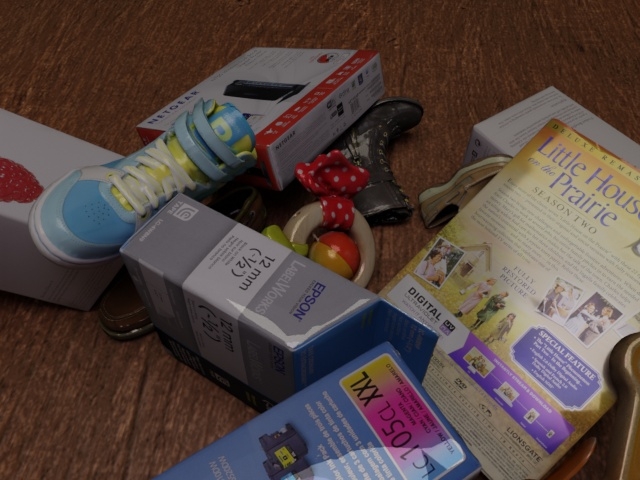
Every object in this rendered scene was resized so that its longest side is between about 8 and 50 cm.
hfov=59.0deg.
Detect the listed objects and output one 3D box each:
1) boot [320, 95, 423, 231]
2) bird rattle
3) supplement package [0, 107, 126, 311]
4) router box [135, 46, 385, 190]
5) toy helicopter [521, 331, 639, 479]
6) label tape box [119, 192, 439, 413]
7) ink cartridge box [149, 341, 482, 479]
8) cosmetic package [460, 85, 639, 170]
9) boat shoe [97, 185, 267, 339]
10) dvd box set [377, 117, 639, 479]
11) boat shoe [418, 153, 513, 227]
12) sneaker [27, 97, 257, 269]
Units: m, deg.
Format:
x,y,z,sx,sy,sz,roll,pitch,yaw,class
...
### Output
x,y,z,sx,sy,sz,roll,pitch,yaw,class
0.105,-0.128,1.001,0.263,0.091,0.229,-21,60,-10,boot
0.000,0.000,0.840,0.143,0.207,0.253,-5,41,49,bird rattle
-0.422,-0.048,0.779,0.293,0.175,0.177,21,46,-30,supplement package
-0.098,-0.232,0.998,0.301,0.082,0.335,14,46,32,router box
0.313,0.264,0.595,0.235,0.140,0.355,14,74,11,toy helicopter
-0.053,0.123,0.689,0.347,0.249,0.115,28,57,19,label tape box
-0.065,0.301,0.539,0.395,0.270,0.151,-27,56,-21,ink cartridge box
0.421,-0.065,0.903,0.197,0.155,0.365,-27,58,-19,cosmetic package
-0.212,0.018,0.859,0.110,0.104,0.307,35,59,23,boat shoe
0.283,0.073,0.744,0.420,0.062,0.307,-46,62,-1,dvd box set
0.235,-0.070,0.902,0.068,0.190,0.072,11,64,-28,boat shoe
-0.200,-0.090,0.713,0.127,0.208,0.319,54,31,-9,sneaker
